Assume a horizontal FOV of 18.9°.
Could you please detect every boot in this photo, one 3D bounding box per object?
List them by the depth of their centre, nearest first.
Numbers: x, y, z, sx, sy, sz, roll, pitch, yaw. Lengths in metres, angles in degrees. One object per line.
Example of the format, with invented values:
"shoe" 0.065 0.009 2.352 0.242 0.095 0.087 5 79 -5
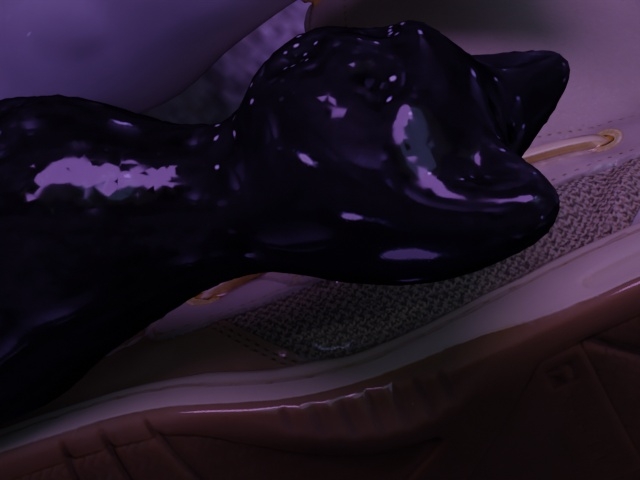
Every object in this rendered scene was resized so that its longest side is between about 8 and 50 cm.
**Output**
"boot" 0.000 0.000 0.580 0.262 0.095 0.203 -21 40 9

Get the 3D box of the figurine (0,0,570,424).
"figurine" -0.025 -0.049 0.513 0.092 0.209 0.215 62 28 -33
